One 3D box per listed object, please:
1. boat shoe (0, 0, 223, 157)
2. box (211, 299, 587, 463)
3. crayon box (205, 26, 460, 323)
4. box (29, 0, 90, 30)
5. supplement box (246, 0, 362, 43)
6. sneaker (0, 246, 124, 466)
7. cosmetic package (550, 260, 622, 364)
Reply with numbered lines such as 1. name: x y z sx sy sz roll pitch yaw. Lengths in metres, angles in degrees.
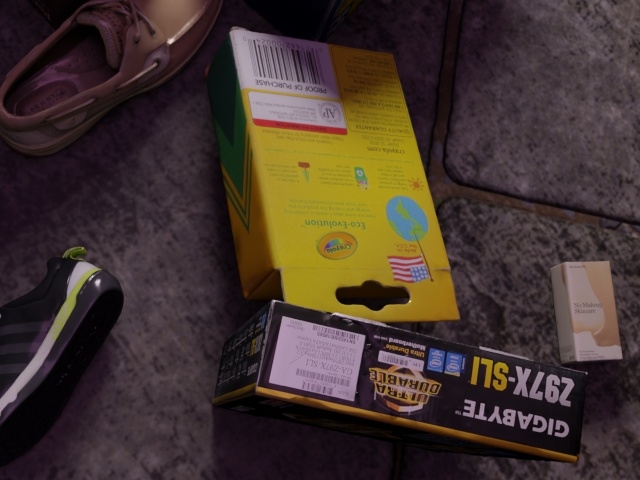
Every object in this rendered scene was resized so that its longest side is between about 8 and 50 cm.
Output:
1. boat shoe: -0.216 -0.208 0.938 0.302 0.098 0.109 -43 89 -18
2. box: 0.047 0.136 0.802 0.257 0.322 0.079 12 76 -10
3. crayon box: 0.008 -0.053 0.906 0.202 0.081 0.318 3 63 -30
4. box: -0.260 -0.357 0.907 0.167 0.203 0.168 -42 89 -18
5. supplement box: 0.045 -0.424 0.996 0.195 0.194 0.356 40 72 -1
6. sneaker: -0.288 0.113 0.873 0.097 0.084 0.234 27 70 20
7. cosmetic package: 0.304 0.083 1.019 0.060 0.041 0.115 -2 78 -13
